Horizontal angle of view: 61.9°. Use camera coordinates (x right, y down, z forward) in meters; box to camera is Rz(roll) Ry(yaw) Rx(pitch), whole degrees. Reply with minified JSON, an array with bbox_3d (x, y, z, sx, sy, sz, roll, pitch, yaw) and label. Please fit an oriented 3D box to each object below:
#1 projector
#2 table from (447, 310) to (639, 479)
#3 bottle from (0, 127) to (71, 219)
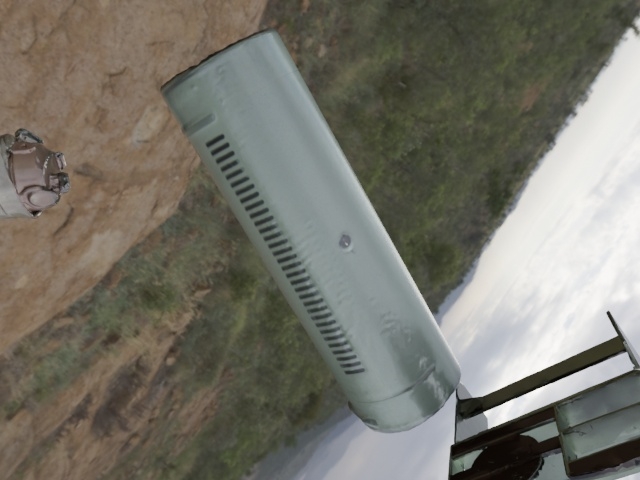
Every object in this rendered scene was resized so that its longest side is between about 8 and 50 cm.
[{"bbox_3d":[0.000,0.000,0.453,0.108,0.337,0.108,-29,-167,7],"label":"projector"},{"bbox_3d":[0.174,0.139,0.391,0.146,0.062,0.175,-33,-172,23],"label":"table"},{"bbox_3d":[-0.338,-0.065,0.554,0.152,0.098,0.098,-8,151,-12],"label":"bottle"}]
